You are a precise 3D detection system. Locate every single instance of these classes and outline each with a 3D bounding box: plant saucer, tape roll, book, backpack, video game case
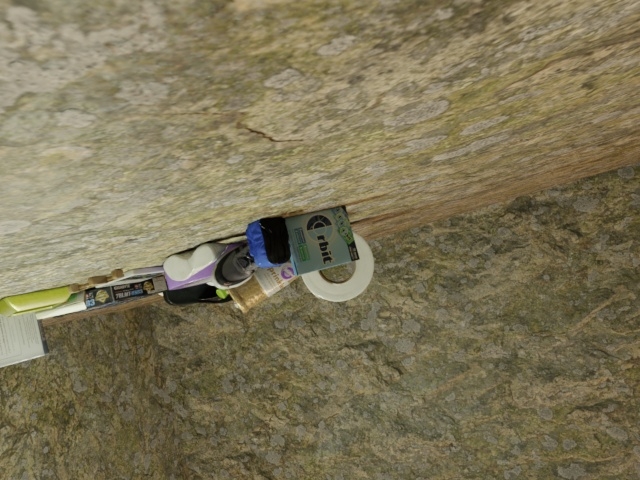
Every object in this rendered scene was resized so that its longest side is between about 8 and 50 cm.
[{"bbox_3d":[-0.863,0.188,1.421,0.189,0.045,0.188,-10,173,-45],"label":"plant saucer"},{"bbox_3d":[-0.366,0.085,1.538,0.275,0.090,0.275,-16,176,-1],"label":"tape roll"},{"bbox_3d":[-0.858,0.210,1.560,0.144,0.035,0.096,-14,-152,-20],"label":"book"},{"bbox_3d":[-0.132,0.010,1.203,0.098,0.120,0.101,-12,174,-43],"label":"backpack"},{"bbox_3d":[-0.607,0.117,1.554,0.173,0.022,0.190,-17,174,24],"label":"video game case"},{"bbox_3d":[0.064,0.094,1.817,0.287,0.285,0.100,-15,176,3],"label":"tape roll"}]

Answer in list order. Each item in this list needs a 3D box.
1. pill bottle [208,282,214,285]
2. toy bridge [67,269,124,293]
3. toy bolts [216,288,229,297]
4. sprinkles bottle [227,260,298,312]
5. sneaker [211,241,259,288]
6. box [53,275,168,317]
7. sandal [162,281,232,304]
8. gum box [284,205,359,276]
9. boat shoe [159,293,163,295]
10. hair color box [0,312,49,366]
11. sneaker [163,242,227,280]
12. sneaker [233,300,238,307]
[{"bbox_3d":[-0.386,0.118,1.771,0.103,0.103,0.184,-16,175,8],"label":"pill bottle"},{"bbox_3d":[-0.660,0.121,1.396,0.188,0.026,0.063,-17,176,18],"label":"toy bridge"},{"bbox_3d":[-0.362,0.129,2.091,0.229,0.158,0.218,-9,134,11],"label":"toy bolts"},{"bbox_3d":[-0.119,0.081,1.467,0.356,0.121,0.121,-33,178,-7],"label":"sprinkles bottle"},{"bbox_3d":[-0.177,0.033,1.304,0.269,0.101,0.153,-35,-179,-33],"label":"sneaker"},{"bbox_3d":[-0.787,0.210,1.773,0.296,0.073,0.293,-16,174,20],"label":"box"},{"bbox_3d":[-0.505,0.219,2.180,0.107,0.167,0.446,-14,176,41],"label":"sandal"},{"bbox_3d":[0.000,0.000,1.282,0.185,0.156,0.041,-14,176,-20],"label":"gum box"},{"bbox_3d":[-0.669,0.204,2.146,0.070,0.078,0.219,-52,161,13],"label":"boat shoe"},{"bbox_3d":[-1.088,0.326,1.477,0.375,0.185,0.114,-13,175,-25],"label":"hair color box"},{"bbox_3d":[-0.358,0.057,1.364,0.212,0.080,0.094,-19,-174,28],"label":"sneaker"},{"bbox_3d":[-0.256,0.130,1.855,0.282,0.161,0.102,-40,-169,-18],"label":"sneaker"}]
